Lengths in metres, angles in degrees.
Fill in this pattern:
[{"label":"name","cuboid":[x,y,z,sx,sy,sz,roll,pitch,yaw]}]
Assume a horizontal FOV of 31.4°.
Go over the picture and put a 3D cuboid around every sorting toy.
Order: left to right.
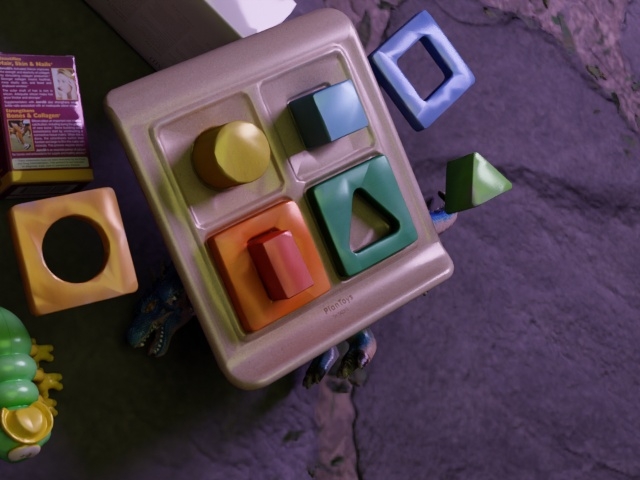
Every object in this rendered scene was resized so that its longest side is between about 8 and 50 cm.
[{"label":"sorting toy","cuboid":[-0.014,-0.032,0.692,0.348,0.047,0.196,-28,96,-30]}]

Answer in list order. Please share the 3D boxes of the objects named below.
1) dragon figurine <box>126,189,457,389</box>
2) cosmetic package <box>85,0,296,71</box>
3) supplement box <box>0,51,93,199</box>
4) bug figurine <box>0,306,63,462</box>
[{"label":"dragon figurine","cuboid":[0.000,0.000,0.777,0.144,0.085,0.289,52,57,-10]},{"label":"cosmetic package","cuboid":[-0.135,-0.207,0.744,0.239,0.099,0.060,45,55,-15]},{"label":"supplement box","cuboid":[-0.179,-0.070,0.707,0.055,0.043,0.083,-4,79,-34]},{"label":"bug figurine","cuboid":[-0.210,0.143,0.589,0.279,0.072,0.216,-4,70,-37]}]
